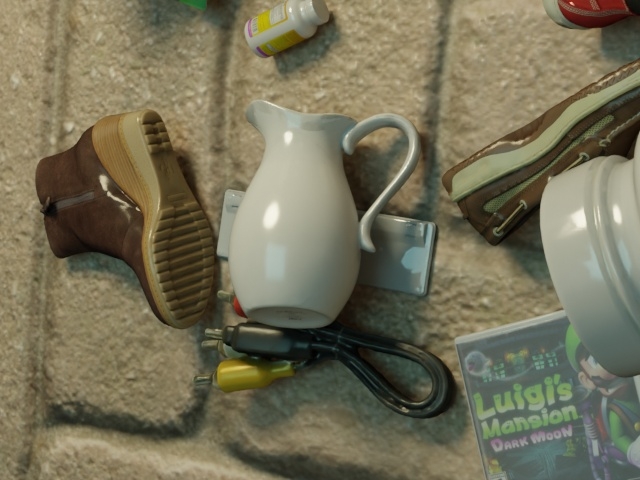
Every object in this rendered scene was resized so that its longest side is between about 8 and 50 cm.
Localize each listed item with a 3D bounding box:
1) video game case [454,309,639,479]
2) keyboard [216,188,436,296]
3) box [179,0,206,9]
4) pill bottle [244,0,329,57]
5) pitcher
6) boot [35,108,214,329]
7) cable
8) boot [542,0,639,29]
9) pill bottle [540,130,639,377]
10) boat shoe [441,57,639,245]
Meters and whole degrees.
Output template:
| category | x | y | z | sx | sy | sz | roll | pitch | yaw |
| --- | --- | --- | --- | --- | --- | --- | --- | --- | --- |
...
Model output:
| category | x | y | z | sx | sy | sz | roll | pitch | yaw |
| --- | --- | --- | --- | --- | --- | --- | --- | --- | --- |
| video game case | 0.221 | 0.149 | 1.225 | 0.190 | 0.022 | 0.173 | -18 | 78 | 32 |
| keyboard | 0.000 | 0.000 | 1.385 | 0.256 | 0.014 | 0.072 | 10 | 99 | 34 |
| box | -0.125 | -0.339 | 1.459 | 0.105 | 0.043 | 0.179 | 24 | 99 | 31 |
| pill bottle | -0.033 | -0.218 | 1.392 | 0.083 | 0.043 | 0.043 | -21 | 77 | 31 |
| pitcher | 0.004 | -0.026 | 1.310 | 0.177 | 0.125 | 0.207 | -1 | 71 | 18 |
| boot | -0.219 | -0.007 | 1.504 | 0.207 | 0.090 | 0.248 | -22 | 78 | 43 |
| cable | 0.006 | 0.098 | 1.368 | 0.287 | 0.072 | 0.139 | 8 | 76 | 22 |
| boot | 0.255 | -0.301 | 1.130 | 0.176 | 0.088 | 0.244 | -168 | 77 | -70 |
| pill bottle | 0.380 | -0.036 | 1.002 | 0.407 | 0.229 | 0.229 | -22 | 77 | 31 |
| boat shoe | 0.231 | -0.076 | 1.195 | 0.257 | 0.095 | 0.095 | -31 | 86 | 35 |
